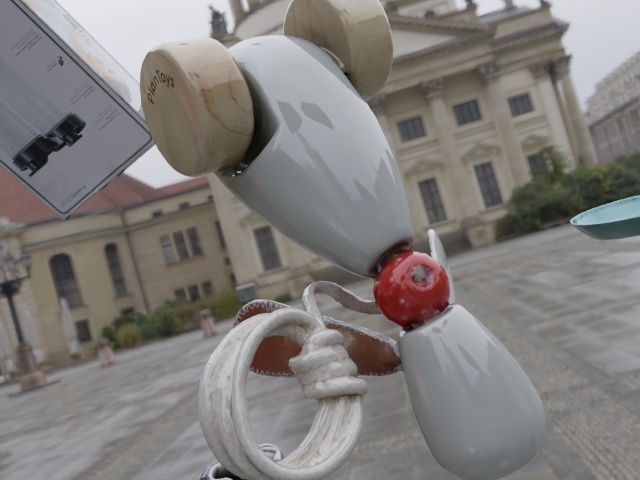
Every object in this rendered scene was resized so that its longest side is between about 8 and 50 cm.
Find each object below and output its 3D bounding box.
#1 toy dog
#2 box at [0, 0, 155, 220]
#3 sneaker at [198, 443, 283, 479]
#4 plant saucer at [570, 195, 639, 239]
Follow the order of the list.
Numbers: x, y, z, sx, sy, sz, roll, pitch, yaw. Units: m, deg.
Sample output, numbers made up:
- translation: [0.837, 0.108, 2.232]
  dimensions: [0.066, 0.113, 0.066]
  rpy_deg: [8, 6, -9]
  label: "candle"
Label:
- translation: [0.000, 0.000, 0.545]
  dimensions: [0.220, 0.334, 0.161]
  rpy_deg: [-3, -20, -22]
  label: "toy dog"
- translation: [-0.336, -0.181, 0.950]
  dimensions: [0.169, 0.290, 0.087]
  rpy_deg: [-38, 26, 16]
  label: "box"
- translation: [-0.041, 0.320, 0.913]
  dimensions: [0.226, 0.163, 0.086]
  rpy_deg: [24, 19, -7]
  label: "sneaker"
- translation: [0.296, -0.022, 0.782]
  dimensions: [0.119, 0.021, 0.119]
  rpy_deg: [-16, 6, 2]
  label: "plant saucer"
